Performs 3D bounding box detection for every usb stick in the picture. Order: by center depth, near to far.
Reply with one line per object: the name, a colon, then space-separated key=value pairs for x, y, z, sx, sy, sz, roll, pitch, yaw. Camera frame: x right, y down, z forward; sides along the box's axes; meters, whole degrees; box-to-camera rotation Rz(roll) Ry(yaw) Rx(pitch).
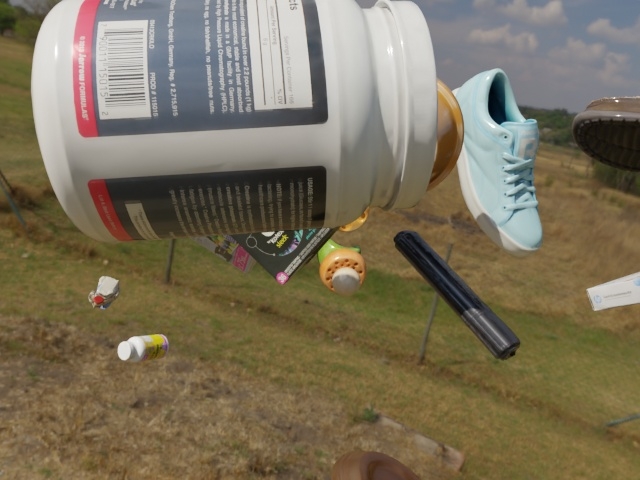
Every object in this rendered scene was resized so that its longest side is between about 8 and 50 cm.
usb stick: x=0.229 y=0.088 z=0.908 sx=0.077 sy=0.045 sz=0.278 roll=1 pitch=43 yaw=-54

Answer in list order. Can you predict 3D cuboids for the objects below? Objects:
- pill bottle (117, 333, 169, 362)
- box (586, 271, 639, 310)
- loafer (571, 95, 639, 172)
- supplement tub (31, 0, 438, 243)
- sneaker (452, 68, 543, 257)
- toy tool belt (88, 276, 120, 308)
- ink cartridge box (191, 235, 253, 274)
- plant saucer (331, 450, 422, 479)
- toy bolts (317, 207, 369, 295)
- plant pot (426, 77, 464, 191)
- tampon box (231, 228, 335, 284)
pill bottle: x=-0.305 y=0.186 z=0.913 sx=0.043 sy=0.043 sz=0.083 roll=20 pitch=6 yaw=29
box: x=0.502 y=0.054 z=0.742 sx=0.145 sy=0.038 sz=0.186 roll=-12 pitch=-11 yaw=-23
loafer: x=0.633 y=-0.199 z=0.914 sx=0.365 sy=0.130 sz=0.134 roll=9 pitch=-30 yaw=18
supplement tub: x=-0.061 y=-0.100 z=0.434 sx=0.272 sy=0.191 sz=0.191 roll=-4 pitch=17 yaw=-5
sneaker: x=0.348 y=-0.151 z=0.998 sx=0.135 sy=0.366 sz=0.150 roll=-16 pitch=-10 yaw=-25
toy tool belt: x=-0.437 y=0.115 z=1.067 sx=0.052 sy=0.051 sz=0.083 roll=22 pitch=32 yaw=-10
ink cartridge box: x=-0.314 y=-0.038 z=1.533 sx=0.311 sy=0.186 sz=0.065 roll=34 pitch=58 yaw=3
plant saucer: x=0.104 y=0.353 z=0.700 sx=0.200 sy=0.037 sz=0.200 roll=34 pitch=11 yaw=-7
toy bolts: x=0.000 y=0.000 z=1.103 sx=0.228 sy=0.218 sz=0.158 roll=10 pitch=22 yaw=-9
plant pot: x=0.113 y=-0.153 z=0.798 sx=0.205 sy=0.205 sz=0.188 roll=14 pitch=20 yaw=9
tampon box: x=-0.055 y=-0.049 z=0.684 sx=0.161 sy=0.120 sz=0.101 roll=42 pitch=20 yaw=3
